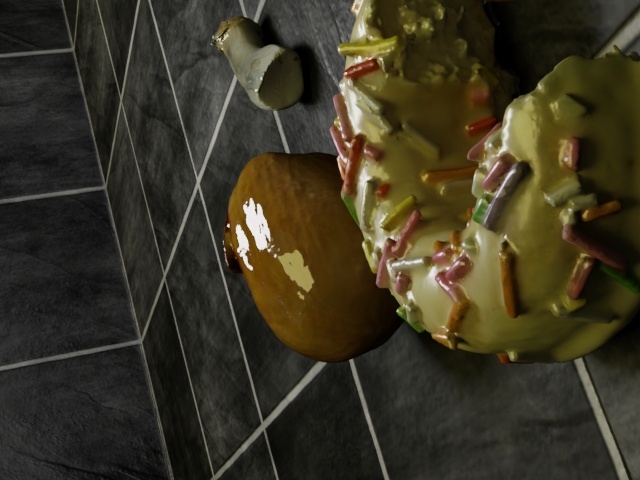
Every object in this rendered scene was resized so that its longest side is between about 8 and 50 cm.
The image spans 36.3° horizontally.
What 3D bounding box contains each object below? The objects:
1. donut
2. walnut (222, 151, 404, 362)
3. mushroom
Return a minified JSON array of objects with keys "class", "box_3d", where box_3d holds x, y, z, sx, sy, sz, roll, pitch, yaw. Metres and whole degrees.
[{"class":"donut","box_3d":[0.128,-0.057,0.792,0.371,0.150,0.307,-129,36,-51]},{"class":"walnut","box_3d":[0.000,0.000,1.105,0.203,0.203,0.298,104,150,-46]},{"class":"mushroom","box_3d":[-0.088,-0.250,1.371,0.223,0.081,0.092,-127,16,-54]}]
